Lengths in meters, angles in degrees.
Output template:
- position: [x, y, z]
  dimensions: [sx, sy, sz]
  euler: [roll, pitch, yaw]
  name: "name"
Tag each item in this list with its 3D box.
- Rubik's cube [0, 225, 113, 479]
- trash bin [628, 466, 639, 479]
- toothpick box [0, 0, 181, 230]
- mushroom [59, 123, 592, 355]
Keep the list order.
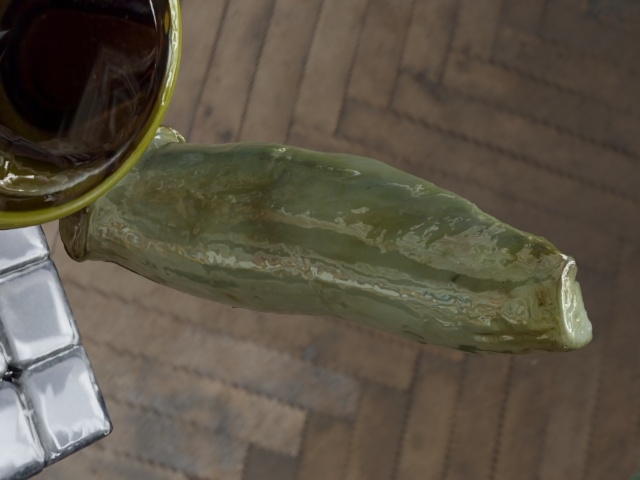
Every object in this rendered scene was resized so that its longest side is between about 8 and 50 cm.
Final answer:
- position: [-0.443, 0.088, 1.541]
  dimensions: [0.344, 0.337, 0.344]
  euler: [-24, 97, -46]
  name: "Rubik's cube"
- position: [0.341, 0.369, 1.575]
  dimensions: [0.158, 0.223, 0.343]
  euler: [3, 91, 17]
  name: "trash bin"
- position: [-0.181, -0.095, 0.755]
  dimensions: [0.175, 0.271, 0.175]
  euler: [-12, 109, -37]
  name: "toothpick box"
- position: [0.002, -0.002, 0.958]
  dimensions: [0.107, 0.333, 0.087]
  euler: [-45, 131, -38]
  name: "mushroom"
